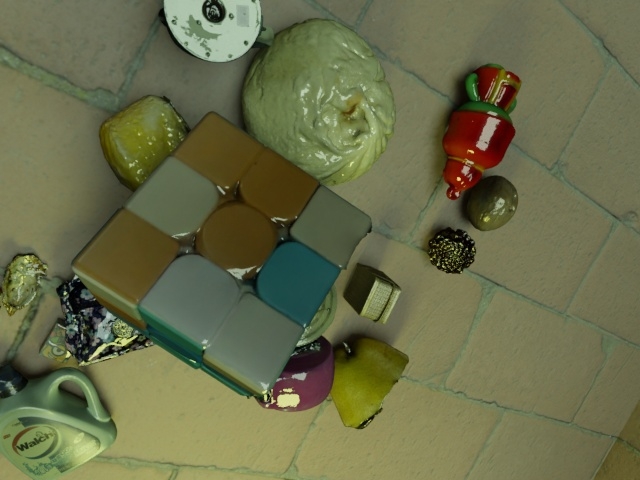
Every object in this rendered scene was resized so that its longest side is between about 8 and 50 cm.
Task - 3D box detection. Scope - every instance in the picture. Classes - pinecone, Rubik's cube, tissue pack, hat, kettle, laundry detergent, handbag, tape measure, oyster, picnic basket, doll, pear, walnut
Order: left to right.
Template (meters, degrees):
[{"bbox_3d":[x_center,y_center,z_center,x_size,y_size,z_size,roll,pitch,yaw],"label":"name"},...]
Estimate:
[{"bbox_3d":[-0.624,0.089,0.956,0.132,0.029,0.086,-55,135,-13],"label":"oyster"},{"bbox_3d":[-0.602,0.379,1.023,0.215,0.105,0.280,-25,113,-15],"label":"laundry detergent"},{"bbox_3d":[-0.570,0.221,1.024,0.063,0.035,0.083,31,90,-28],"label":"tissue pack"},{"bbox_3d":[-0.436,0.143,1.007,0.229,0.127,0.207,-11,105,-29],"label":"handbag"},{"bbox_3d":[-0.191,-0.411,0.872,0.211,0.243,0.159,2,107,-22],"label":"kettle"},{"bbox_3d":[-0.169,0.050,0.857,0.344,0.346,0.347,34,65,-1],"label":"Rubik's cube"},{"bbox_3d":[-0.088,0.313,1.162,0.245,0.231,0.149,-9,110,-26],"label":"tape measure"},{"bbox_3d":[-0.066,0.123,1.106,0.252,0.110,0.252,5,70,-12],"label":"hat"},{"bbox_3d":[0.103,0.372,1.305,0.178,0.267,0.267,41,87,3],"label":"pear"},{"bbox_3d":[0.134,0.139,1.241,0.080,0.164,0.115,20,97,-19],"label":"picnic basket"},{"bbox_3d":[0.381,0.028,1.338,0.121,0.140,0.140,-39,124,-46],"label":"pinecone"},{"bbox_3d":[0.419,-0.278,1.233,0.183,0.160,0.363,16,100,-35],"label":"doll"},{"bbox_3d":[0.493,-0.106,1.338,0.140,0.140,0.162,14,85,-27],"label":"walnut"}]

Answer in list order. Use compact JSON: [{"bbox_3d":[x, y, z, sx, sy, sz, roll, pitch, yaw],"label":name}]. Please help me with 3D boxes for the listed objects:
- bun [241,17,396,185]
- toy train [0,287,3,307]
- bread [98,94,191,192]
[{"bbox_3d":[0.011,-0.292,1.009,0.349,0.227,0.352,1,104,-23],"label":"bun"},{"bbox_3d":[-0.713,0.169,0.922,0.099,0.072,0.188,25,95,-29],"label":"toy train"},{"bbox_3d":[-0.332,-0.173,0.915,0.170,0.197,0.197,-45,119,-14],"label":"bread"}]
